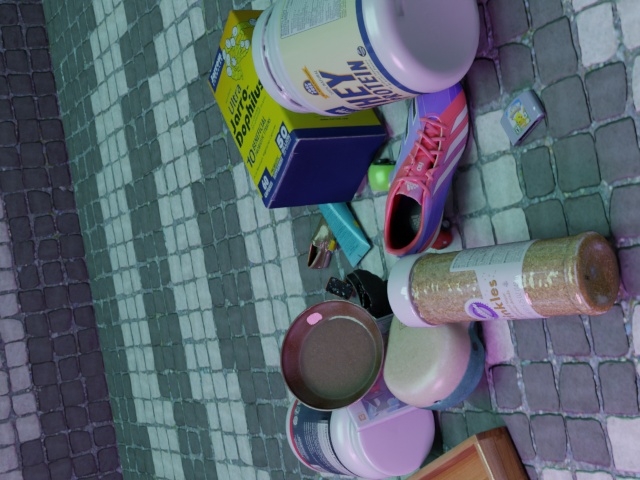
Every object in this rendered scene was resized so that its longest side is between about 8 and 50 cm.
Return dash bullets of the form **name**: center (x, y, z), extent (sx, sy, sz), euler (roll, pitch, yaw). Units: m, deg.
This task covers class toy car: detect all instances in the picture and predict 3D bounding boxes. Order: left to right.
- **toy car**: center (0.045, 0.062, 2.053), extent (0.040, 0.060, 0.122), euler (33, -119, -73)
- **toy car**: center (0.146, -0.108, 1.803), extent (0.225, 0.053, 0.239), euler (13, 108, 57)

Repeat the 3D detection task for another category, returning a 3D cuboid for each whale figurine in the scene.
- **whale figurine**: center (0.198, 0.165, 1.739), extent (0.216, 0.141, 0.272), euler (-36, 42, 34)

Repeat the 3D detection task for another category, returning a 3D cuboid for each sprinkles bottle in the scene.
- **sprinkles bottle**: center (0.266, 0.063, 1.514), extent (0.355, 0.121, 0.121), euler (-10, 89, 47)

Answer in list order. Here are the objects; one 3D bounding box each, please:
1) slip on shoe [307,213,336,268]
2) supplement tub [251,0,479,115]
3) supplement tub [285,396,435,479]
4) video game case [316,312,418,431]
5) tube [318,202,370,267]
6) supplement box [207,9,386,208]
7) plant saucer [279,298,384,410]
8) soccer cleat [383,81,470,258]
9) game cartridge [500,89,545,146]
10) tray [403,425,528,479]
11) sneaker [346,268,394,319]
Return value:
- **slip on shoe**: center (0.000, 0.000, 2.087), extent (0.051, 0.041, 0.135), euler (48, 136, 43)
- **supplement tub**: center (0.065, -0.329, 1.607), extent (0.325, 0.235, 0.235), euler (-7, 92, 49)
- **supplement tub**: center (0.072, 0.354, 1.914), extent (0.272, 0.191, 0.191), euler (-15, 85, 59)
- **video game case**: center (0.119, 0.226, 1.796), extent (0.023, 0.201, 0.183), euler (98, 150, -58)
- **tube**: center (0.034, -0.051, 2.016), extent (0.207, 0.052, 0.080), euler (62, 149, 20)
- **supplement box**: center (-0.056, -0.260, 1.948), extent (0.356, 0.195, 0.194), euler (64, 145, 32)
- **plant saucer**: center (0.024, 0.202, 1.760), extent (0.199, 0.036, 0.198), euler (-8, 71, 23)
- **soccer cleat**: center (0.169, -0.121, 1.649), extent (0.109, 0.116, 0.318), euler (16, 106, 17)
- **game cartridge**: center (0.309, -0.191, 1.547), extent (0.083, 0.017, 0.056), euler (-55, 48, 49)
- **tray**: center (0.238, 0.500, 1.792), extent (0.411, 0.076, 0.202), euler (-50, 55, 51)
- **sneaker**: center (0.113, 0.133, 1.885), extent (0.051, 0.089, 0.170), euler (-33, 69, 57)
